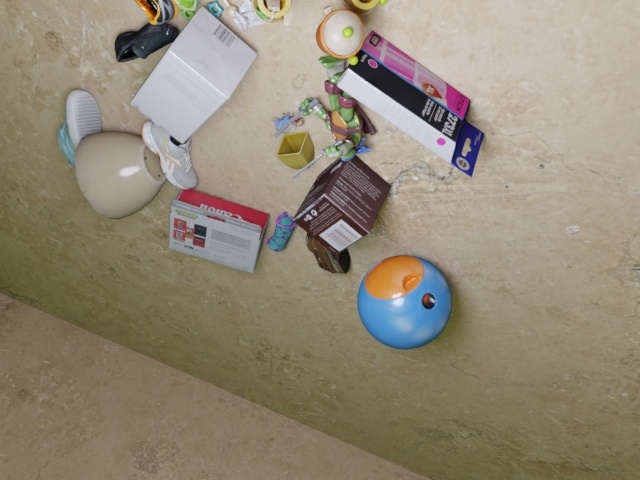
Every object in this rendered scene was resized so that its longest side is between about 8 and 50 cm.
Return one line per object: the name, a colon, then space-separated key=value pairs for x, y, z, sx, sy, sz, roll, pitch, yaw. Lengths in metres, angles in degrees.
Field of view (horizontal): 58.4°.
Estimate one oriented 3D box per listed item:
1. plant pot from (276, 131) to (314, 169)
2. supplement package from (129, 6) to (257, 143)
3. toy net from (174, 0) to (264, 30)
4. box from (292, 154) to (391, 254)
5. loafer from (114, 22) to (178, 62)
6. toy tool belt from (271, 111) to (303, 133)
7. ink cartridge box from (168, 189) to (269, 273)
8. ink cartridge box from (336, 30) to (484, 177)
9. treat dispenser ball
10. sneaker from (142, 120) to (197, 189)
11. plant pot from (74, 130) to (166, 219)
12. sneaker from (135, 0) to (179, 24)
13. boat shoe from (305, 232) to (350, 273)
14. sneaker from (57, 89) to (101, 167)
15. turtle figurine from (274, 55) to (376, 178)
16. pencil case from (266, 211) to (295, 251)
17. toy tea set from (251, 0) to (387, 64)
plant pot: x=-0.062 y=-0.246 z=1.621 sx=0.081 sy=0.081 sz=0.083 roll=-2 pitch=145 yaw=31
supplement package: x=-0.332 y=-0.414 z=1.473 sx=0.177 sy=0.175 sz=0.293 roll=37 pitch=147 yaw=-22
toy net: x=-0.251 y=-0.554 z=1.404 sx=0.232 sy=0.045 sz=0.122 roll=22 pitch=141 yaw=6
box: x=0.060 y=-0.105 z=1.606 sx=0.167 sy=0.203 sz=0.168 roll=38 pitch=140 yaw=-14
loafer: x=-0.465 y=-0.522 z=1.525 sx=0.223 sy=0.078 sz=0.076 roll=-1 pitch=169 yaw=33
toy tool belt: x=-0.092 y=-0.326 z=1.567 sx=0.083 sy=0.052 sz=0.051 roll=-12 pitch=136 yaw=38
ink cartridge box: x=-0.339 y=-0.051 z=1.923 sx=0.309 sy=0.130 sz=0.272 roll=17 pitch=141 yaw=-3
ink cartridge box: x=0.227 y=-0.310 z=1.300 sx=0.370 sy=0.176 sz=0.069 roll=34 pitch=141 yaw=-9
treat dispenser ball: x=0.257 y=0.188 z=1.754 sx=0.288 sy=0.288 sz=0.288 roll=16 pitch=140 yaw=14
sneaker: x=-0.446 y=-0.268 z=1.805 sx=0.120 sy=0.099 sz=0.262 roll=-9 pitch=135 yaw=22
plant pot: x=-0.601 y=-0.225 z=1.821 sx=0.190 sy=0.284 sz=0.284 roll=-12 pitch=129 yaw=18
sneaker: x=-0.434 y=-0.628 z=1.397 sx=0.084 sy=0.083 sz=0.215 roll=-10 pitch=127 yaw=39
boat shoe: x=0.000 y=0.000 z=1.833 sx=0.104 sy=0.111 sz=0.307 roll=2 pitch=135 yaw=27
sneaker: x=-0.812 y=-0.351 z=1.885 sx=0.150 sy=0.135 sz=0.366 roll=20 pitch=140 yaw=3
turtle figurine: x=0.006 y=-0.300 z=1.413 sx=0.274 sy=0.198 sz=0.266 roll=7 pitch=131 yaw=4
pencil case: x=-0.132 y=-0.026 z=1.917 sx=0.070 sy=0.065 sz=0.152 roll=14 pitch=142 yaw=-9
toy tea set: x=-0.022 y=-0.503 z=1.146 sx=0.335 sy=0.200 sz=0.124 roll=20 pitch=-171 yaw=-20
